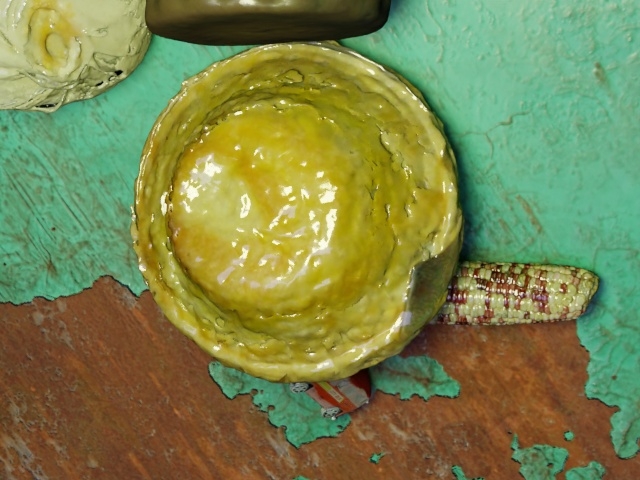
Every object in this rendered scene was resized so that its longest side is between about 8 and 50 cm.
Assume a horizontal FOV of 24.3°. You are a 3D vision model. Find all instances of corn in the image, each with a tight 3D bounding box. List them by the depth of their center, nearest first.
[{"bbox_3d":[0.228,0.068,1.894,0.253,0.086,0.086,0,110,13],"label":"corn"}]

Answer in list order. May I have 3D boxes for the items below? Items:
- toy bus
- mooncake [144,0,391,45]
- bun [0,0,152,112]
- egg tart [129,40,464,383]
[{"bbox_3d":[0.009,0.174,1.964,0.077,0.079,0.174,-24,146,15],"label":"toy bus"},{"bbox_3d":[-0.059,-0.318,1.717,0.290,0.290,0.161,-1,91,17],"label":"mooncake"},{"bbox_3d":[-0.331,-0.263,1.833,0.287,0.287,0.146,-59,44,25],"label":"bun"},{"bbox_3d":[-0.043,-0.040,1.825,0.443,0.178,0.443,0,89,15],"label":"egg tart"}]
